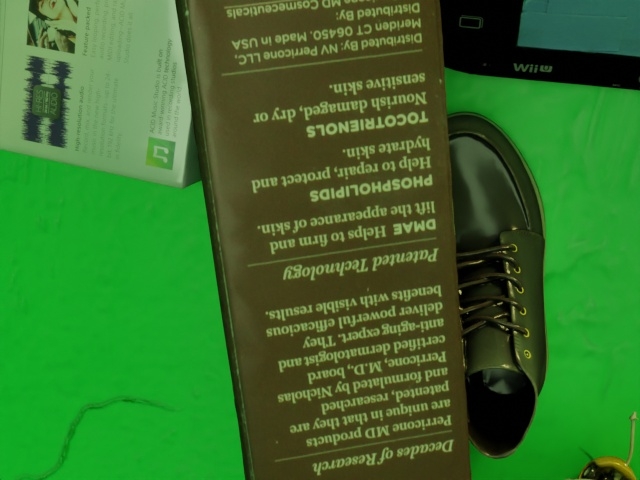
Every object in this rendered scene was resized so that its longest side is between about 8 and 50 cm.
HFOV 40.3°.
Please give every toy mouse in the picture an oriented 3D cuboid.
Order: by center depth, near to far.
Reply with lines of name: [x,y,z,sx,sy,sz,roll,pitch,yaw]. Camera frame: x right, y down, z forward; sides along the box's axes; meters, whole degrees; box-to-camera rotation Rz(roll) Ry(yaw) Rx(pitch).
toy mouse: [0.246,0.220,0.647,0.143,0.031,0.161,32,109,5]

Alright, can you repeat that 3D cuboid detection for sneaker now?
sneaker: [0.115,0.026,0.585,0.083,0.118,0.222,-12,101,16]

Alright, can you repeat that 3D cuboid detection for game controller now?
game controller: [0.210,-0.152,0.513,0.319,0.067,0.166,8,139,11]

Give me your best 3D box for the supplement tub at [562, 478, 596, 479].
supplement tub: [0.129,0.268,0.578,0.272,0.191,0.191,-23,97,31]

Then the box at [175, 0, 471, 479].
box: [0.000,0.000,0.546,0.143,0.191,0.382,-6,106,-6]

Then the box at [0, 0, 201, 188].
box: [-0.227,-0.184,0.651,0.321,0.058,0.232,13,106,9]
